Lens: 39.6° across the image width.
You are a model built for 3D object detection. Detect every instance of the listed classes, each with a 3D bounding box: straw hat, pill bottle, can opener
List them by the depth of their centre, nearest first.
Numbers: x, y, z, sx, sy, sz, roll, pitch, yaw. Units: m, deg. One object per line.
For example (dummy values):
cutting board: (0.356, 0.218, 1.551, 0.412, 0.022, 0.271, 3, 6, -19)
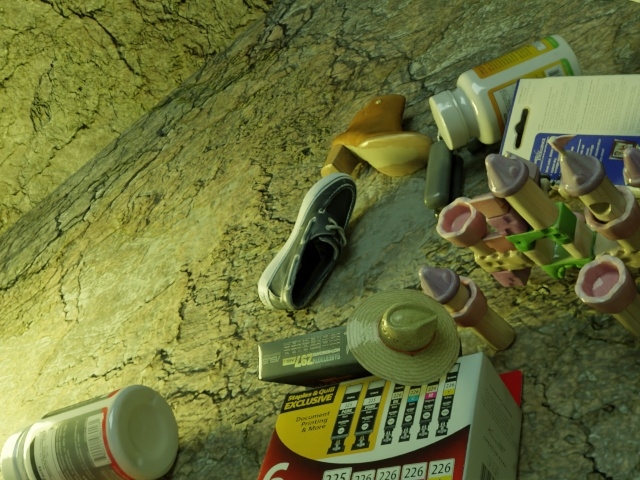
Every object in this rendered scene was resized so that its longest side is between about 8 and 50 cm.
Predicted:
straw hat: (0.107, 0.104, 1.084, 0.145, 0.061, 0.144, 4, 57, -6)
pill bottle: (-0.398, 0.356, 1.520, 0.283, 0.161, 0.161, -21, 34, 28)
pill bottle: (0.322, -0.251, 1.549, 0.246, 0.136, 0.136, -23, 31, 3)
can opener: (0.248, -0.153, 1.603, 0.095, 0.076, 0.283, -21, 35, 29)

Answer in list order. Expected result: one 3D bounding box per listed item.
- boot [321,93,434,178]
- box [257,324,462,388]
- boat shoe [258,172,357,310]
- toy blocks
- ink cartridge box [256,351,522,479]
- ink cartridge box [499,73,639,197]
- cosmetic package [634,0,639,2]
boot: (0.138, -0.226, 1.794, 0.295, 0.104, 0.211, -11, 40, 45)
box: (0.053, 0.167, 1.247, 0.233, 0.183, 0.059, -18, 64, 42)
boat shoe: (0.000, 0.000, 1.633, 0.102, 0.108, 0.301, 4, 52, 50)
toy blocks: (0.281, -0.046, 1.174, 0.289, 0.260, 0.309, -13, 48, 46)
ink cartridge box: (0.091, 0.261, 1.153, 0.309, 0.130, 0.272, -18, 34, 30)
ink cartridge box: (0.436, -0.159, 1.344, 0.371, 0.069, 0.175, 12, 88, 51)
cosmetic package: (0.628, -0.518, 1.322, 0.329, 0.327, 0.393, -5, 26, -16)
